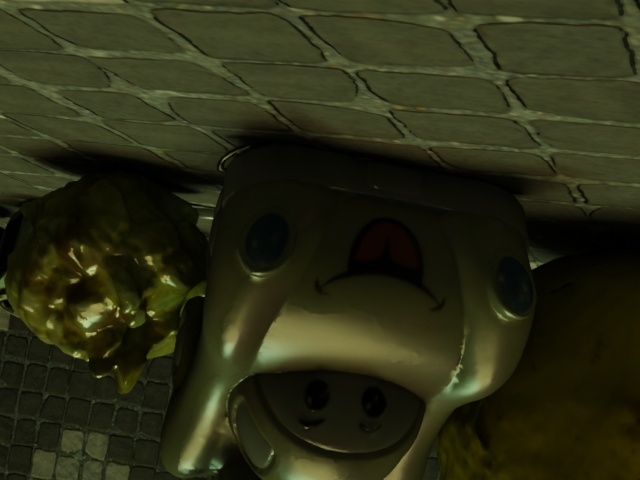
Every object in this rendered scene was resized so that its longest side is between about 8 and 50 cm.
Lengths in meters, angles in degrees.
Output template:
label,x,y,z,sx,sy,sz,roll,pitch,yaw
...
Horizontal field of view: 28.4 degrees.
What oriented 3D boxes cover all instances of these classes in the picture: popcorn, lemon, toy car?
label,x,y,z,sx,sy,sz,roll,pitch,yaw
popcorn,-0.186,0.029,1.131,0.167,0.185,0.187,15,-167,-37
lemon,0.276,0.178,1.117,0.350,0.349,0.387,6,168,17
toy car,0.006,0.110,0.984,0.242,0.226,0.336,11,142,-12

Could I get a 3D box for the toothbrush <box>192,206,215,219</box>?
label,x,y,z,sx,sy,sz,roll,pitch,yaw
toothbrush,0.000,0.000,1.283,0.375,0.037,0.028,7,175,-6

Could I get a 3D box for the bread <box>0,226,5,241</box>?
label,x,y,z,sx,sy,sz,roll,pitch,yaw
bread,-0.544,-0.006,1.484,0.366,0.129,0.382,14,170,-19

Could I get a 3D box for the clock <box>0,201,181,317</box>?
label,x,y,z,sx,sy,sz,roll,pitch,yaw
clock,-0.250,0.044,1.472,0.243,0.146,0.199,18,153,-22
